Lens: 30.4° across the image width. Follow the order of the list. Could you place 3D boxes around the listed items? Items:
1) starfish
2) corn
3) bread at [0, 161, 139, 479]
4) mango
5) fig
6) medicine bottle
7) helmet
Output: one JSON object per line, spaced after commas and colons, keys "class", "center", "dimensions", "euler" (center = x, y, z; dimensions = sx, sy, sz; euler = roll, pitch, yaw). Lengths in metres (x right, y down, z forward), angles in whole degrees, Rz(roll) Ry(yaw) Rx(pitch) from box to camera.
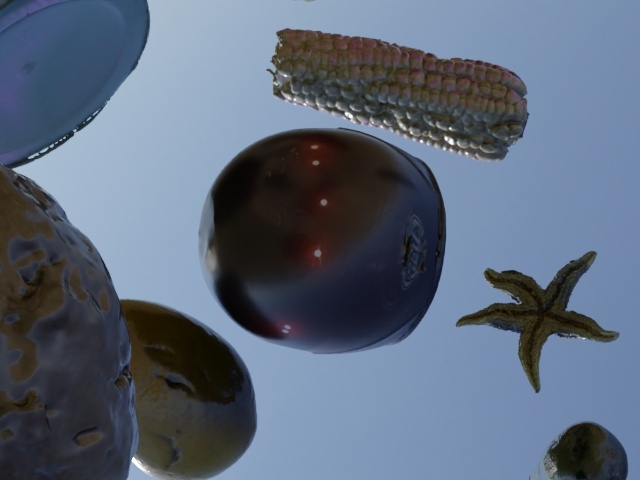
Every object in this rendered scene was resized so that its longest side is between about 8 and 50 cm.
{"class": "starfish", "center": [0.271, 0.104, 1.468], "dimensions": [0.208, 0.053, 0.176], "euler": [-3, -116, 37]}
{"class": "corn", "center": [0.099, -0.193, 1.474], "dimensions": [0.126, 0.335, 0.126], "euler": [-164, -90, -90]}
{"class": "bread", "center": [-0.188, 0.052, 0.496], "dimensions": [0.230, 0.230, 0.123], "euler": [-16, -164, 39]}
{"class": "mango", "center": [-0.133, 0.122, 0.982], "dimensions": [0.098, 0.195, 0.137], "euler": [-18, -132, 37]}
{"class": "fig", "center": [0.365, 0.342, 1.731], "dimensions": [0.177, 0.117, 0.117], "euler": [-37, -165, 38]}
{"class": "medicine bottle", "center": [-0.330, -0.236, 1.038], "dimensions": [0.245, 0.290, 0.245], "euler": [-38, 163, -14]}
{"class": "helmet", "center": [0.000, 0.000, 0.984], "dimensions": [0.216, 0.189, 0.193], "euler": [6, 179, 29]}
